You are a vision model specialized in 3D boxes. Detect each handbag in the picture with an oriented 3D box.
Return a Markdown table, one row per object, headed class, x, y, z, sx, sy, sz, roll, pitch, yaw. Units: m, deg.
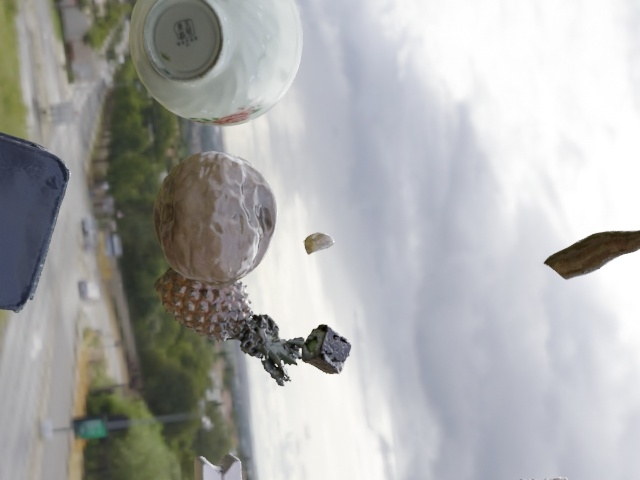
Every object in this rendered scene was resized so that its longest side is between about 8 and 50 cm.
| class | x | y | z | sx | sy | sz | roll | pitch | yaw |
| --- | --- | --- | --- | --- | --- | --- | --- | --- | --- |
| handbag | -0.643 | -0.057 | 1.889 | 0.122 | 0.329 | 0.303 | 23 | -84 | 64 |

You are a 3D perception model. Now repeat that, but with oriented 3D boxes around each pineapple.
| class | x | y | z | sx | sy | sz | roll | pitch | yaw |
| --- | --- | --- | --- | --- | --- | --- | --- | --- | --- |
| pineapple | -0.189 | 0.175 | 2.296 | 0.361 | 0.175 | 0.175 | 46 | 0 | -8 |

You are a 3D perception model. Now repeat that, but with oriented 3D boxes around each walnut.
| class | x | y | z | sx | sy | sz | roll | pitch | yaw |
| --- | --- | --- | --- | --- | --- | --- | --- | --- | --- |
| walnut | -0.202 | -0.039 | 2.047 | 0.273 | 0.227 | 0.273 | -179 | -90 | -72 |

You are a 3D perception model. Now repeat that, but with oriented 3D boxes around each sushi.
| class | x | y | z | sx | sy | sz | roll | pitch | yaw |
| --- | --- | --- | --- | --- | --- | --- | --- | --- | --- |
| sushi | 0.016 | 0.235 | 2.262 | 0.098 | 0.084 | 0.094 | -9 | -127 | 51 |

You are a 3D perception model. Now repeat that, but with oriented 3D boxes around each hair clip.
| class | x | y | z | sx | sy | sz | roll | pitch | yaw |
| --- | --- | --- | --- | --- | --- | --- | --- | --- | --- |
| hair clip | -0.211 | 0.608 | 2.192 | 0.085 | 0.101 | 0.331 | -172 | -101 | -69 |

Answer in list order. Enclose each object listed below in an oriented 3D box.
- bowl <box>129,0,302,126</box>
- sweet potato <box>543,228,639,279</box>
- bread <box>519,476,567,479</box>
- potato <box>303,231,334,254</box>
| class | x | y | z | sx | sy | sz | roll | pitch | yaw |
| --- | --- | --- | --- | --- | --- | --- | --- | --- | --- |
| bowl | -0.178 | -0.307 | 1.614 | 0.145 | 0.277 | 0.277 | -28 | 115 | -67 |
| sweet potato | 0.571 | 0.021 | 2.148 | 0.077 | 0.243 | 0.077 | 32 | 46 | -41 |
| bread | 0.350 | 0.591 | 2.157 | 0.324 | 0.277 | 0.167 | -36 | -122 | 49 |
| potato | 0.000 | -0.001 | 2.002 | 0.037 | 0.036 | 0.093 | 63 | 24 | 5 |
